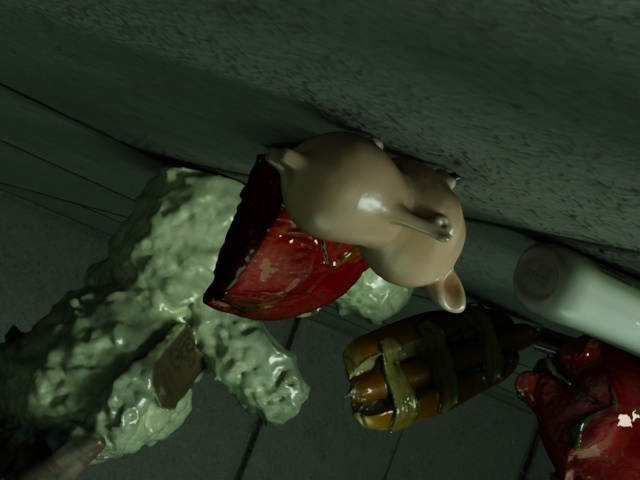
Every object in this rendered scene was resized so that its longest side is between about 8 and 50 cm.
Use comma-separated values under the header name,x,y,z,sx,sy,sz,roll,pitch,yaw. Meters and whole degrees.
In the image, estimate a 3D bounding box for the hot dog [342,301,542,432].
name,x,y,z,sx,sy,sz,roll,pitch,yaw
hot dog,0.129,0.129,1.456,0.269,0.109,0.072,-15,-176,-35

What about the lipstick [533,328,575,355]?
name,x,y,z,sx,sy,sz,roll,pitch,yaw
lipstick,0.322,0.134,1.503,0.176,0.027,0.027,16,173,24

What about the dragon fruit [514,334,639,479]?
name,x,y,z,sx,sy,sz,roll,pitch,yaw
dragon fruit,0.310,0.173,1.283,0.269,0.198,0.200,-3,-132,-51

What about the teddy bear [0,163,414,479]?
name,x,y,z,sx,sy,sz,roll,pitch,yaw
teddy bear,-0.136,0.120,1.335,0.327,0.362,0.375,17,171,38

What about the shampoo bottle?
name,x,y,z,sx,sy,sz,roll,pitch,yaw
shampoo bottle,0.245,0.064,0.951,0.221,0.051,0.108,23,-175,-14

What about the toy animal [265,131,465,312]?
name,x,y,z,sx,sy,sz,roll,pitch,yaw
toy animal,0.031,-0.019,0.821,0.150,0.083,0.089,35,126,-29

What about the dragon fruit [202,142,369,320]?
name,x,y,z,sx,sy,sz,roll,pitch,yaw
dragon fruit,-0.001,0.002,0.960,0.127,0.121,0.161,17,171,-15
